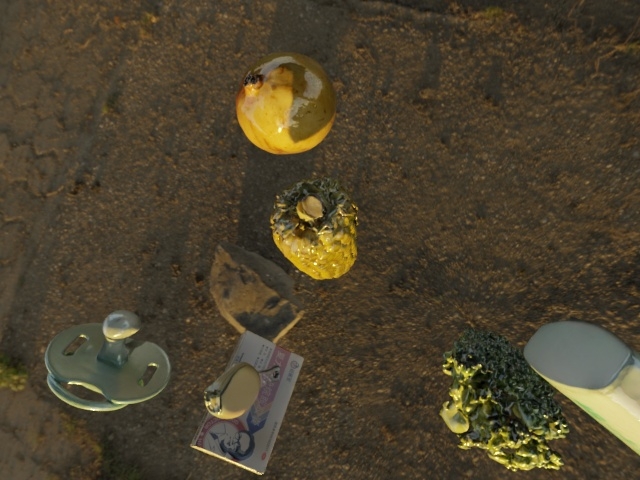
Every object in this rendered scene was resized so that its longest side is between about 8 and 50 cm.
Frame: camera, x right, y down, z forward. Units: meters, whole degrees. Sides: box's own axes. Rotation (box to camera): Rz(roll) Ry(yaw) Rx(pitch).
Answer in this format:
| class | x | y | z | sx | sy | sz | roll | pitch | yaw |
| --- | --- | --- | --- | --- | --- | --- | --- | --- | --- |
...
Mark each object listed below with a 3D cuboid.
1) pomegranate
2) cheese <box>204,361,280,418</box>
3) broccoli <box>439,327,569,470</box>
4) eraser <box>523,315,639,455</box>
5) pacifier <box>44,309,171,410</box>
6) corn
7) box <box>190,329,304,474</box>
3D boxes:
| class | x | y | z | sx | sy | sz | roll | pitch | yaw |
| --- | --- | --- | --- | --- | --- | --- | --- | --- | --- |
| pomegranate | -0.087 | -0.347 | 1.045 | 0.265 | 0.264 | 0.263 | -4 | 78 | 19 |
| cheese | -0.146 | 0.276 | 0.799 | 0.048 | 0.171 | 0.092 | 1 | 112 | 40 |
| broccoli | 0.447 | 0.382 | 1.005 | 0.324 | 0.335 | 0.271 | 23 | 103 | 38 |
| eraser | 0.448 | 0.238 | 0.557 | 0.290 | 0.189 | 0.104 | 39 | 85 | 1 |
| pacifier | -0.591 | 0.316 | 1.160 | 0.344 | 0.288 | 0.268 | 21 | 116 | -7 |
| corn | 0.000 | 0.000 | 0.586 | 0.115 | 0.318 | 0.115 | -2 | 75 | 6 |
| box | -0.207 | 0.475 | 1.232 | 0.214 | 0.069 | 0.353 | 29 | 57 | -12 |
